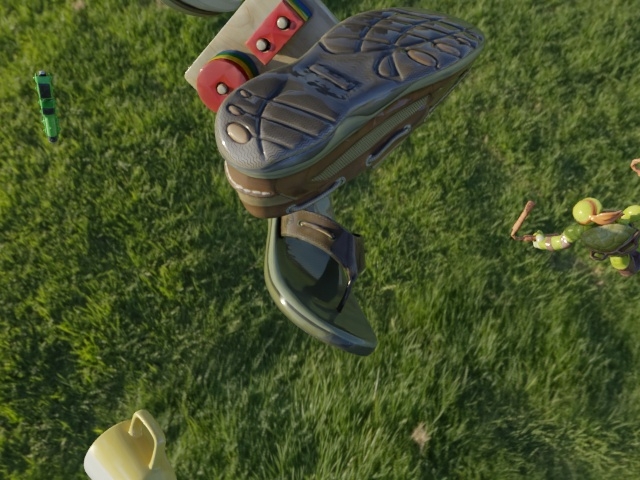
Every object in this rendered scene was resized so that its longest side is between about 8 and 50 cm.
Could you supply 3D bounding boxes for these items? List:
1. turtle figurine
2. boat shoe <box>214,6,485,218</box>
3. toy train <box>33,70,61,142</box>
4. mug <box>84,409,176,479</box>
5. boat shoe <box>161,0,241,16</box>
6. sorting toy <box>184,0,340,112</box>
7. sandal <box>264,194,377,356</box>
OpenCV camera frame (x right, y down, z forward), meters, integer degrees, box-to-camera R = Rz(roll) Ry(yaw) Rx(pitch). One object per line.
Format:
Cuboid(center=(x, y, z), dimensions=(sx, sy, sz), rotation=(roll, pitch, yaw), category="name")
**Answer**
Cuboid(center=(0.437, -0.014, 0.817), dimensions=(0.217, 0.269, 0.087), rotation=(24, 52, -28), category="turtle figurine")
Cuboid(center=(0.036, -0.132, 0.560), dimensions=(0.324, 0.116, 0.123), rotation=(-33, 59, -26), category="boat shoe")
Cuboid(center=(-0.279, -0.135, 0.584), dimensions=(0.017, 0.083, 0.024), rotation=(-9, 53, -22), category="toy train")
Cuboid(center=(-0.152, 0.187, 0.464), dimensions=(0.062, 0.078, 0.064), rotation=(-31, 49, -28), category="mug")
Cuboid(center=(-0.165, -0.345, 0.616), dimensions=(0.103, 0.302, 0.113), rotation=(-12, 78, 27), category="boat shoe")
Cuboid(center=(-0.062, -0.248, 0.917), dimensions=(0.257, 0.255, 0.089), rotation=(43, 33, -16), category="sorting toy")
Cuboid(center=(-0.001, -0.001, 0.657), dimensions=(0.120, 0.086, 0.303), rotation=(21, 36, -32), category="sandal")
